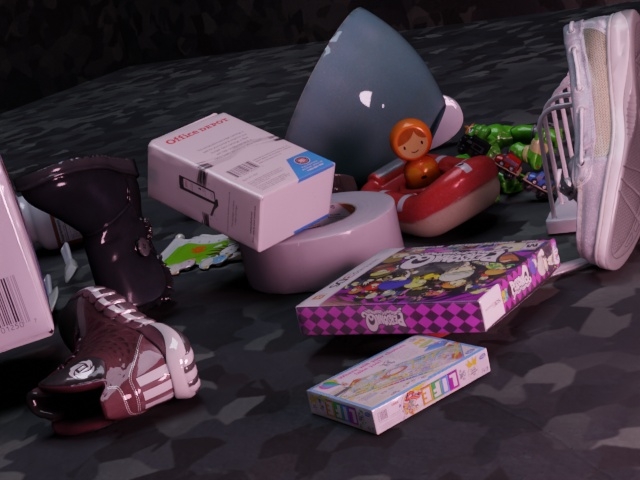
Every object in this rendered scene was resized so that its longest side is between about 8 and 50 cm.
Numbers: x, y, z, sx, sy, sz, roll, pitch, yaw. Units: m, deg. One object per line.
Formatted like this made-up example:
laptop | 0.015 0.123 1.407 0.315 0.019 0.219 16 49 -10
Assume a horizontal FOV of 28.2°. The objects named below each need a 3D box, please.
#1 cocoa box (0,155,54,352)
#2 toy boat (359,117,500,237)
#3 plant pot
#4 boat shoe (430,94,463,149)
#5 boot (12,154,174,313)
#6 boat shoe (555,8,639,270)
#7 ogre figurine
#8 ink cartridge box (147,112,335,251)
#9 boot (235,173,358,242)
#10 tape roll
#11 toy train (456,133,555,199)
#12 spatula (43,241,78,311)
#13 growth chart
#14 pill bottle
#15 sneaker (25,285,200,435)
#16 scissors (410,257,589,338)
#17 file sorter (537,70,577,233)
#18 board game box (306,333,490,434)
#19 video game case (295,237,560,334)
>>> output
cocoa box | -0.513 0.035 1.485 0.347 0.231 0.228 -19 14 -11
toy boat | 0.142 -0.100 1.781 0.151 0.151 0.231 -32 22 -24
plant pot | 0.089 -0.207 2.073 0.195 0.290 0.290 27 25 7
boat shoe | 0.109 -0.202 2.284 0.301 0.108 0.102 -16 16 14
boot | -0.275 0.001 1.614 0.094 0.207 0.246 -18 -3 18
boat shoe | 0.330 -0.119 1.508 0.103 0.320 0.118 -3 -16 31
ogre figurine | 0.265 -0.122 1.905 0.118 0.097 0.197 18 65 39
ink cartridge box | -0.106 -0.081 1.669 0.203 0.086 0.148 26 36 32
boot | -0.054 -0.057 1.883 0.198 0.077 0.137 -17 12 -14
tape roll | 0.000 0.000 1.719 0.219 0.072 0.219 -12 17 4
toy train | 0.267 -0.106 1.805 0.158 0.036 0.027 31 26 9
spatula | -0.357 0.026 1.824 0.019 0.168 0.242 27 3 -16
growth chart | -0.135 0.005 1.900 0.237 0.021 0.172 -11 17 8
pill bottle | -0.419 -0.054 2.132 0.216 0.121 0.121 -16 16 -11
sneaker | -0.268 0.135 1.410 0.162 0.106 0.281 -26 21 -30
scissors | 0.199 0.053 1.477 0.297 0.021 0.109 -23 17 -27
file sorter | 0.407 -0.140 1.706 0.193 0.173 0.277 -7 18 22
board game box | 0.078 0.139 1.265 0.154 0.026 0.103 -23 19 -33
video game case | 0.123 0.052 1.429 0.232 0.042 0.210 -4 16 34
